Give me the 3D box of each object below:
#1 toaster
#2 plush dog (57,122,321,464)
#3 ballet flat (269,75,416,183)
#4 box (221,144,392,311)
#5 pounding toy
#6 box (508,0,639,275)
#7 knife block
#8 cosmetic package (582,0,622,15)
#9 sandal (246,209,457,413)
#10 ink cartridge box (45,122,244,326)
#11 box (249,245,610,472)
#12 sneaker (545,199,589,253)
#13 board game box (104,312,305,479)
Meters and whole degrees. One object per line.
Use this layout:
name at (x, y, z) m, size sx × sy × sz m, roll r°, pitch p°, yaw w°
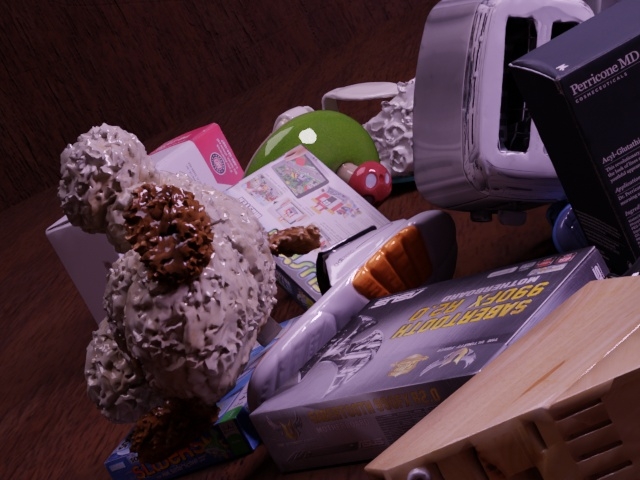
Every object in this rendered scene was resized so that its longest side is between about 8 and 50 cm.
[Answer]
toaster at (0.158, -0.126, 1.359) m, size 0.129 × 0.227 × 0.146 m, roll 5°, pitch 1°, yaw -16°
plush dog at (-0.102, 0.048, 1.285) m, size 0.210 × 0.263 × 0.225 m, roll -4°, pitch 21°, yaw 1°
ballet flat at (0.023, -0.120, 1.988) m, size 0.409 × 0.147 × 0.147 m, roll -16°, pitch 17°, yaw 45°
box at (0.000, 0.000, 1.504) m, size 0.114 × 0.036 × 0.207 m, roll -32°, pitch 51°, yaw -19°
pounding toy at (-0.004, -0.019, 1.642) m, size 0.237 × 0.183 × 0.110 m, roll -34°, pitch 40°, yaw -25°
box at (0.304, -0.112, 1.225) m, size 0.261 × 0.184 × 0.103 m, roll -29°, pitch 21°, yaw -7°
knife block at (0.176, 0.080, 0.975) m, size 0.275 × 0.088 × 0.242 m, roll -25°, pitch 12°, yaw 14°
cosmetic package at (0.348, -0.250, 1.477) m, size 0.217 × 0.156 × 0.385 m, roll 2°, pitch 28°, yaw 8°
sandal at (0.015, 0.049, 1.363) m, size 0.076 × 0.102 × 0.265 m, roll 26°, pitch 49°, yaw 37°
ink cartridge box at (-0.175, -0.002, 1.837) m, size 0.100 × 0.172 × 0.237 m, roll -17°, pitch 16°, yaw 40°
box at (0.085, 0.090, 1.197) m, size 0.231 × 0.056 × 0.183 m, roll -16°, pitch 17°, yaw 44°
sneaker at (0.218, -0.013, 1.347) m, size 0.059 × 0.053 × 0.144 m, roll -25°, pitch 6°, yaw 31°
board game box at (-0.090, 0.140, 1.406) m, size 0.136 × 0.035 × 0.201 m, roll -22°, pitch 14°, yaw 24°
